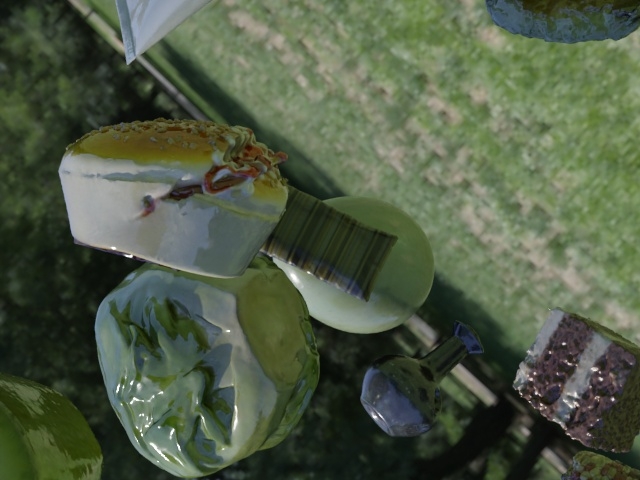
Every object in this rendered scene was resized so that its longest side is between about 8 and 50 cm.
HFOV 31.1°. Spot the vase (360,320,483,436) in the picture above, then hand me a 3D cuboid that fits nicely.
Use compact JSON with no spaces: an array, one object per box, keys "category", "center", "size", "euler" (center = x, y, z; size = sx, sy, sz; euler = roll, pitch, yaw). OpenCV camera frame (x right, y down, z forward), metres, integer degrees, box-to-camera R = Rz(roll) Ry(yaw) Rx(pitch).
[{"category":"vase","center":[0.144,0.184,1.577],"size":[0.120,0.183,0.120],"euler":[47,167,15]}]

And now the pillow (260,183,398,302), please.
[{"category":"pillow","center":[0.000,0.000,1.682],"size":[0.203,0.113,0.038],"euler":[27,170,0]}]

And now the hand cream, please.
[{"category":"hand cream","center":[-0.139,-0.313,1.299],"size":[0.083,0.248,0.133],"euler":[39,-159,-40]}]

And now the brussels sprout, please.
[{"category":"brussels sprout","center":[-0.154,0.162,1.524],"size":[0.328,0.328,0.247],"euler":[43,-140,-6]}]

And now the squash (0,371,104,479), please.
[{"category":"squash","center":[-0.243,0.174,0.796],"size":[0.237,0.204,0.155],"euler":[42,157,20]}]

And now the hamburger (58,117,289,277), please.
[{"category":"hamburger","center":[-0.146,-0.056,1.182],"size":[0.227,0.151,0.295],"euler":[11,-171,-2]}]

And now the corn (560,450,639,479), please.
[{"category":"corn","center":[0.471,0.387,1.596],"size":[0.289,0.098,0.098],"euler":[25,173,15]}]

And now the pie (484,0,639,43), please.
[{"category":"pie","center":[0.362,-0.372,1.498],"size":[0.306,0.306,0.071],"euler":[41,178,37]}]

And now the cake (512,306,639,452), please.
[{"category":"cake","center":[0.331,0.168,1.411],"size":[0.147,0.135,0.134],"euler":[37,-169,38]}]

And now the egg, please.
[{"category":"egg","center":[0.048,0.036,1.829],"size":[0.295,0.218,0.218],"euler":[11,-158,-43]}]
